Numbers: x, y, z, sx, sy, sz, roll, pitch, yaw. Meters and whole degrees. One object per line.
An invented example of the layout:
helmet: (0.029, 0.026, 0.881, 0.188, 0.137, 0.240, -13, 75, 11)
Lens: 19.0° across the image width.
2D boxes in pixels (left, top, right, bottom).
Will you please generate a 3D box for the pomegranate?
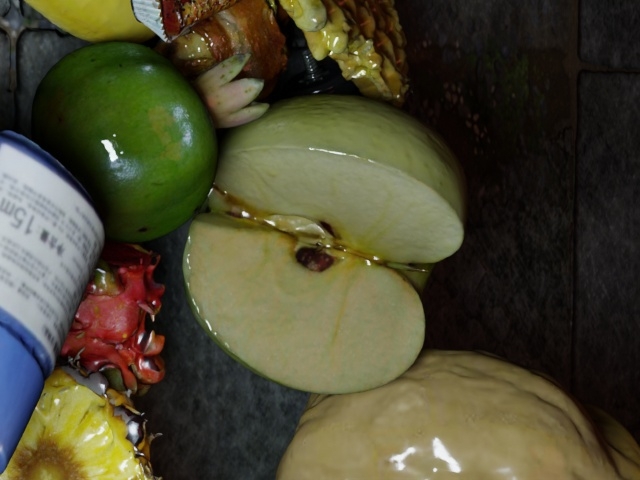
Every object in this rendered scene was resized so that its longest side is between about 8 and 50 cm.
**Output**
pomegranate: (-0.153, -0.102, 1.755, 0.225, 0.187, 0.187, -28, 117, -20)

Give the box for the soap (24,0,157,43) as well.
soap: (-0.223, -0.358, 1.724, 0.427, 0.115, 0.306, 40, 58, -52)

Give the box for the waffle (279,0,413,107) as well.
waffle: (0.012, -0.263, 1.983, 0.281, 0.058, 0.301, 67, 18, 10)

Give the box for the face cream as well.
face cream: (-0.319, 0.040, 1.525, 0.249, 0.249, 0.225, 49, 53, -41)

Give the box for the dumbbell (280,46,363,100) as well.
dumbbell: (0.015, -0.111, 2.059, 0.099, 0.099, 0.208, -41, 121, -43)

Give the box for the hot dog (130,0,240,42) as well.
hot dog: (-0.111, -0.252, 1.781, 0.191, 0.059, 0.108, -42, 136, -49)

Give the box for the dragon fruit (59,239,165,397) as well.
dragon fruit: (-0.204, 0.064, 1.758, 0.150, 0.133, 0.207, -28, 119, -2)

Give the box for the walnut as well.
walnut: (0.141, 0.283, 2.024, 0.383, 0.383, 0.383, -4, 95, -52)

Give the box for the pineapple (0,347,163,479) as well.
pineapple: (-0.227, 0.211, 1.698, 0.076, 0.225, 0.225, 18, 77, -68)

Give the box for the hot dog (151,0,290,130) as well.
hot dog: (-0.095, -0.182, 1.901, 0.213, 0.103, 0.146, -55, 152, -30)

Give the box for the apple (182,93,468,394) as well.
apple: (0.003, -0.013, 1.920, 0.233, 0.258, 0.295, -81, -171, -68)
